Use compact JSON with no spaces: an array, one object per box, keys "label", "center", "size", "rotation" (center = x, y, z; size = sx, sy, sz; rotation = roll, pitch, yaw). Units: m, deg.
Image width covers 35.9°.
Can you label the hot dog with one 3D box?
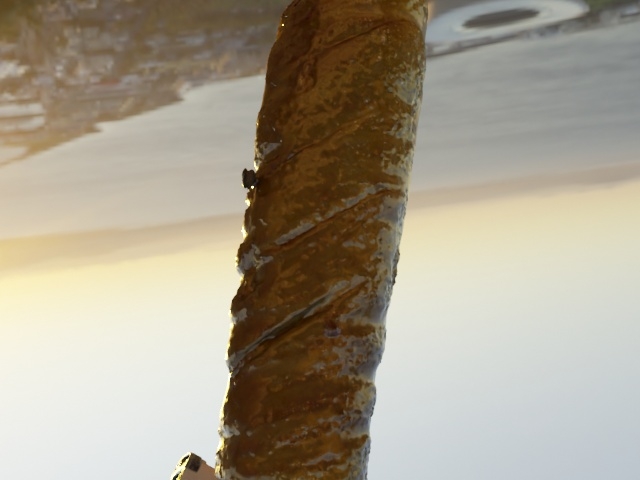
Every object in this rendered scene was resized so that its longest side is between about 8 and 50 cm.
[{"label":"hot dog","center":[0.002,0.001,0.458],"size":[0.088,0.285,0.061],"rotation":[1,167,10]}]

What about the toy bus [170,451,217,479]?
[{"label":"toy bus","center":[-0.069,0.160,0.477],"size":[0.058,0.102,0.052],"rotation":[30,154,-6]}]
